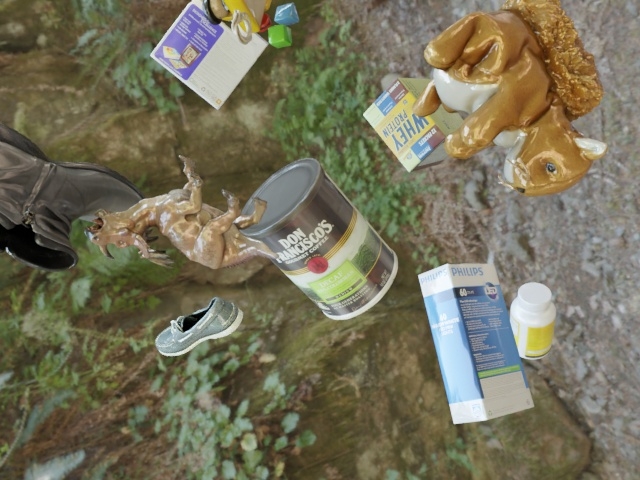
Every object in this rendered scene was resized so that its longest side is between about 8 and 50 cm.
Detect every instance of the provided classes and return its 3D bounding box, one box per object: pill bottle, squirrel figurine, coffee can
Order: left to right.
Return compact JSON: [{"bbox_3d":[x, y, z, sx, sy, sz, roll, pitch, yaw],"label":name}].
[{"bbox_3d":[0.000,0.000,1.198,0.275,0.201,0.201,47,178,-29],"label":"coffee can"},{"bbox_3d":[0.512,0.193,1.433,0.103,0.103,0.184,-126,19,-49],"label":"pill bottle"},{"bbox_3d":[0.438,-0.292,1.212,0.370,0.397,0.281,49,167,12],"label":"squirrel figurine"}]

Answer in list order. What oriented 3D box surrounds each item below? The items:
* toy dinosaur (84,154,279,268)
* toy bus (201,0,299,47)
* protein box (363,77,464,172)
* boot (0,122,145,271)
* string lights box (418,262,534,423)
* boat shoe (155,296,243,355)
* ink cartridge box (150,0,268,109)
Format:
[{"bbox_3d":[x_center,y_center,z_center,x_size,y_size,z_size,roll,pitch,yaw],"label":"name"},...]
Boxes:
[{"bbox_3d":[-0.211,-0.010,0.988,0.200,0.296,0.127,-62,-2,11],"label":"toy dinosaur"},{"bbox_3d":[-0.128,-0.368,0.852,0.202,0.104,0.191,-35,-63,-61],"label":"toy bus"},{"bbox_3d":[0.259,-0.305,1.552,0.136,0.201,0.200,-44,77,33],"label":"protein box"},{"bbox_3d":[-0.418,-0.035,0.960,0.338,0.118,0.222,22,-148,-48],"label":"boot"},{"bbox_3d":[0.269,0.172,1.030,0.077,0.133,0.259,-30,66,48],"label":"string lights box"},{"bbox_3d":[-0.361,0.233,1.652,0.099,0.319,0.116,47,-143,-31],"label":"boat shoe"},{"bbox_3d":[-0.270,-0.467,1.457,0.206,0.208,0.045,38,-175,-18],"label":"ink cartridge box"}]
